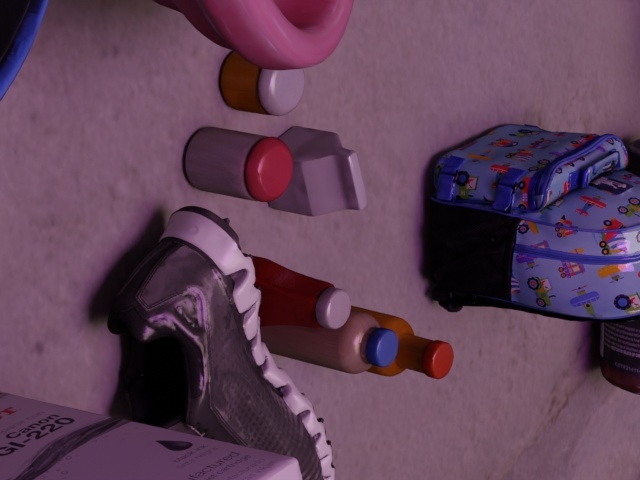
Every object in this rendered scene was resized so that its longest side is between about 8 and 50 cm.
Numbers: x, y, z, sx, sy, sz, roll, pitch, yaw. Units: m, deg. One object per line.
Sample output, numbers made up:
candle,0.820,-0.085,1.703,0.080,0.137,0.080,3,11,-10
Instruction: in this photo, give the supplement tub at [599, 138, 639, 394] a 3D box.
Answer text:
supplement tub,0.279,0.019,1.537,0.106,0.106,0.198,-19,114,-49

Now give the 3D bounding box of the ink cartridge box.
ink cartridge box,-0.133,0.157,0.946,0.158,0.218,0.092,-27,115,-46

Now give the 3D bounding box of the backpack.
backpack,0.181,-0.009,1.345,0.158,0.173,0.117,-23,117,-46

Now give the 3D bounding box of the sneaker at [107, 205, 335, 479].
sneaker,-0.066,0.100,1.141,0.106,0.078,0.234,-44,127,-33

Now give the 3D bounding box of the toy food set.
toy food set,0.000,0.000,1.169,0.111,0.104,0.232,-40,129,-39

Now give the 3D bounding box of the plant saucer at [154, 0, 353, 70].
plant saucer,-0.058,-0.248,0.963,0.332,0.084,0.332,-5,90,-75

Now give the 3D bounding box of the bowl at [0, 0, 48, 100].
bowl,-0.237,-0.193,0.744,0.391,0.077,0.391,19,67,-57
